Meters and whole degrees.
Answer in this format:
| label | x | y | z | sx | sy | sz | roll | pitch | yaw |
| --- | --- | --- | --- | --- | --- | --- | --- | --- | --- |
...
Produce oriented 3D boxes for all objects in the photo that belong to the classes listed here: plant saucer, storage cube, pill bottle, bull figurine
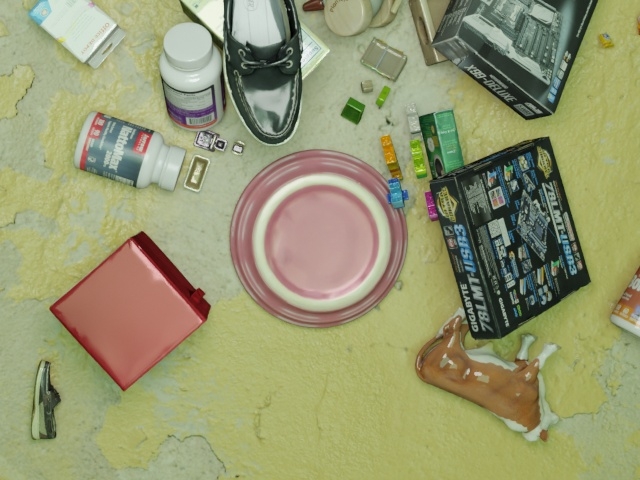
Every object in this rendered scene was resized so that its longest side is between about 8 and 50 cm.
| label | x | y | z | sx | sy | sz | roll | pitch | yaw |
| --- | --- | --- | --- | --- | --- | --- | --- | --- | --- |
| plant saucer | 0.000 | 0.000 | 1.794 | 0.332 | 0.084 | 0.332 | -1 | 96 | -5 |
| storage cube | -0.327 | 0.116 | 1.725 | 0.215 | 0.183 | 0.193 | -41 | 96 | 0 |
| pill bottle | 0.647 | 0.088 | 1.841 | 0.121 | 0.121 | 0.216 | 30 | 92 | -7 |
| bull figurine | 0.335 | 0.250 | 1.840 | 0.310 | 0.101 | 0.188 | 24 | 89 | -9 |
| pill bottle | -0.219 | -0.281 | 1.681 | 0.108 | 0.193 | 0.108 | 1 | 63 | -2 |
| pill bottle | -0.334 | -0.152 | 1.737 | 0.180 | 0.108 | 0.108 | 18 | 94 | -7 |

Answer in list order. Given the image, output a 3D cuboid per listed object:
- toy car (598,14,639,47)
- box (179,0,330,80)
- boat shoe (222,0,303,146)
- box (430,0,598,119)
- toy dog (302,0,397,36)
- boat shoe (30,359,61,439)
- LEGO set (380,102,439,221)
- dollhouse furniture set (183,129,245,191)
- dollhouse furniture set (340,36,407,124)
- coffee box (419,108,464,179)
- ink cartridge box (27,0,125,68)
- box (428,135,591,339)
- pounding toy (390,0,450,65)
| label | x | y | z | sx | sy | sz | roll | pitch | yaw |
| --- | --- | --- | --- | --- | --- | --- | --- | --- | --- |
| toy car | 0.577 | -0.402 | 1.824 | 0.122 | 0.060 | 0.040 | -17 | 65 | -10 |
| box | -0.115 | -0.361 | 1.683 | 0.117 | 0.213 | 0.243 | -45 | 97 | 1 |
| boat shoe | -0.090 | -0.315 | 1.524 | 0.127 | 0.113 | 0.340 | -2 | 96 | -5 |
| box | 0.352 | -0.404 | 1.714 | 0.242 | 0.076 | 0.307 | 33 | 72 | -25 |
| toy dog | 0.044 | -0.514 | 1.715 | 0.161 | 0.220 | 0.334 | 9 | 87 | 26 |
| boat shoe | -0.499 | 0.291 | 1.793 | 0.049 | 0.056 | 0.152 | 5 | 104 | -11 |
| LEGO set | 0.158 | -0.121 | 1.776 | 0.087 | 0.093 | 0.227 | -12 | 65 | 9 |
| dollhouse furniture set | -0.195 | -0.137 | 1.763 | 0.091 | 0.081 | 0.114 | 19 | 93 | -7 |
| dollhouse furniture set | 0.095 | -0.290 | 1.805 | 0.076 | 0.058 | 0.152 | 28 | 73 | 0 |
| coffee box | 0.228 | -0.144 | 1.787 | 0.040 | 0.113 | 0.184 | -14 | 95 | -7 |
| ink cartridge box | -0.420 | -0.375 | 1.716 | 0.143 | 0.090 | 0.092 | 42 | 91 | -8 |
| box | 0.344 | -0.010 | 1.754 | 0.293 | 0.073 | 0.296 | -25 | 101 | -41 |
| pounding toy | 0.204 | -0.425 | 1.765 | 0.181 | 0.094 | 0.206 | -17 | 96 | -5 |
